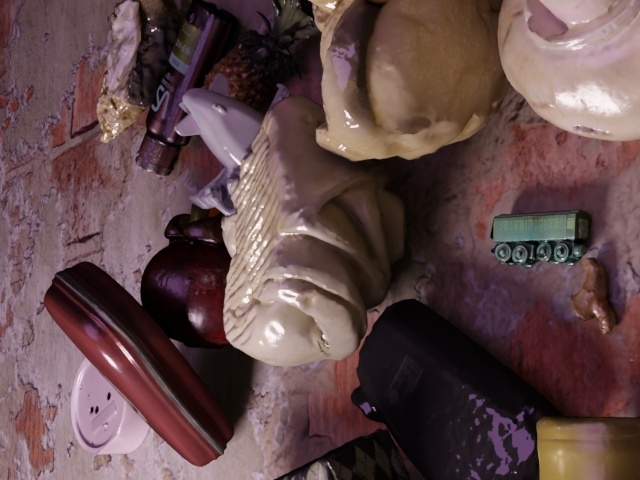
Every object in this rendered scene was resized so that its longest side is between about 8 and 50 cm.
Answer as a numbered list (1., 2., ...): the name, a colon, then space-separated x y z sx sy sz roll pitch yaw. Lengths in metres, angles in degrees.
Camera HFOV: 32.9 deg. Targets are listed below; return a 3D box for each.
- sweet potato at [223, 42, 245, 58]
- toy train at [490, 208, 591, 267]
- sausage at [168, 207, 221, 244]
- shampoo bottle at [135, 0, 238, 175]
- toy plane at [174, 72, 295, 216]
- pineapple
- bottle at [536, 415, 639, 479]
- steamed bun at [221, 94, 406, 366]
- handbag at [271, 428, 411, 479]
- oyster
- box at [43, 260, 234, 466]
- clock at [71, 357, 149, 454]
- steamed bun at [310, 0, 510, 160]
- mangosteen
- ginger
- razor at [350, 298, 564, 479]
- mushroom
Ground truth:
1. sweet potato: -0.166 -0.294 1.946 0.041 0.038 0.153 -123 51 -65
2. toy train: 0.279 -0.002 1.391 0.148 0.038 0.071 -3 78 48
3. sausage: -0.190 -0.028 1.894 0.197 0.076 0.076 -35 58 37
4. shampoo bottle: -0.255 -0.279 2.007 0.129 0.084 0.323 46 116 46
5. toy plane: -0.120 -0.152 1.733 0.118 0.252 0.252 164 110 -68
6. pineapple: -0.088 -0.320 1.802 0.277 0.119 0.130 -41 46 36
7. bottle: 0.325 0.368 1.176 0.171 0.171 0.351 -8 79 47
8. steamed bun: 0.000 0.000 1.557 0.339 0.247 0.352 117 148 -40
9. handbag: -0.028 0.454 1.491 0.416 0.180 0.317 -34 78 43
10. oyster: -0.344 -0.346 2.070 0.110 0.166 0.341 20 87 26
11. box: -0.287 0.205 1.745 0.108 0.404 0.263 -43 41 -15
12. clock: -0.397 0.307 2.064 0.196 0.068 0.197 -11 75 47
13. steamed bun: 0.100 -0.284 1.432 0.230 0.324 0.373 -4 85 45
14. mangosteen: -0.183 0.047 1.765 0.215 0.215 0.258 -2 81 48
15. ginger: 0.330 0.071 1.326 0.048 0.030 0.097 -15 72 17
16. razor: 0.173 0.221 1.415 0.327 0.107 0.189 41 112 44
17. mushroom: 0.348 -0.294 1.220 0.315 0.315 0.356 55 156 39
